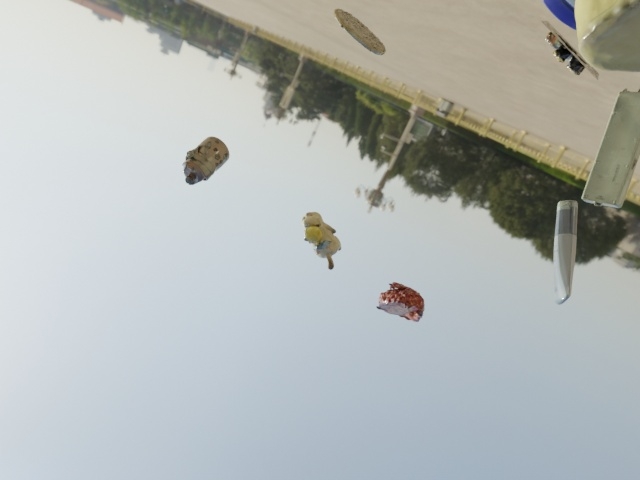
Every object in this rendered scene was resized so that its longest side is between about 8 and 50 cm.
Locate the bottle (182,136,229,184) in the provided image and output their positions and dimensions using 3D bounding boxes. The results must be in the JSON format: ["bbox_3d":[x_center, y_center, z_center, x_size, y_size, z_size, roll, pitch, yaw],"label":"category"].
[{"bbox_3d":[-0.338,-0.226,1.511,0.099,0.099,0.152,29,-130,11],"label":"bottle"}]

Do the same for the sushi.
[{"bbox_3d":[0.653,-0.496,1.404,0.210,0.040,0.193,48,-145,4],"label":"sushi"}]

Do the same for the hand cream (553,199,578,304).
[{"bbox_3d":[0.586,0.027,1.263,0.048,0.255,0.079,7,163,11],"label":"hand cream"}]

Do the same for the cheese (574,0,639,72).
[{"bbox_3d":[0.575,-0.325,0.661,0.384,0.104,0.384,3,158,1],"label":"cheese"}]

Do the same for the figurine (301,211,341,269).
[{"bbox_3d":[0.000,0.000,0.785,0.083,0.047,0.050,54,-164,-23],"label":"figurine"}]

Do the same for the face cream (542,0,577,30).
[{"bbox_3d":[0.494,-0.489,0.940,0.206,0.206,0.111,21,161,-13],"label":"face cream"}]

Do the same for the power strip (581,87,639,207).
[{"bbox_3d":[0.869,-0.271,1.522,0.043,0.367,0.106,16,-176,-42],"label":"power strip"}]

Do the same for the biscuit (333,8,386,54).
[{"bbox_3d":[0.088,-0.465,1.176,0.152,0.020,0.152,29,-148,-21],"label":"biscuit"}]

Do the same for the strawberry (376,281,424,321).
[{"bbox_3d":[0.216,0.152,1.320,0.121,0.082,0.188,23,164,-6],"label":"strawberry"}]
